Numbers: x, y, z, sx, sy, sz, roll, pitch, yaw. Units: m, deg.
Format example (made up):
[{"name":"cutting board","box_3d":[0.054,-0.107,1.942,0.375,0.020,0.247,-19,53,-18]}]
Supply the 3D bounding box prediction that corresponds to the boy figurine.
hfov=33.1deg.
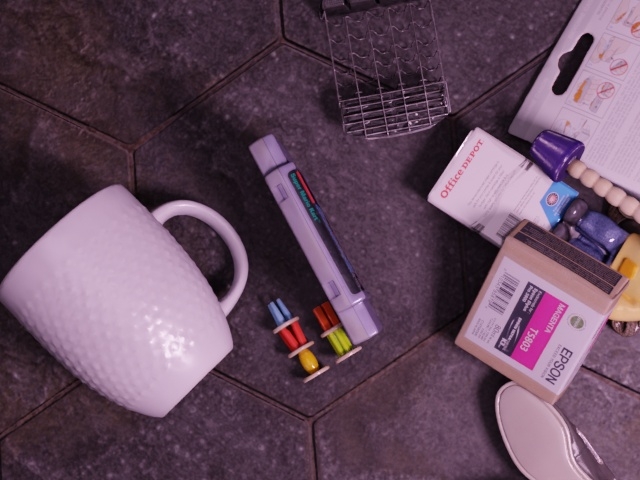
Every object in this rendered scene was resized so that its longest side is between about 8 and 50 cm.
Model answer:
[{"name":"boy figurine","box_3d":[0.497,0.056,1.707,0.285,0.092,0.177,39,96,24]}]

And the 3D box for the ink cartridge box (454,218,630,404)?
[{"name":"ink cartridge box","box_3d":[0.347,0.115,1.714,0.193,0.088,0.234,32,126,18]}]

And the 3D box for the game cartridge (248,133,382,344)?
[{"name":"game cartridge","box_3d":[0.000,0.000,1.758,0.068,0.230,0.355,-28,86,-1]}]

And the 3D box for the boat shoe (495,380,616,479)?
[{"name":"boat shoe","box_3d":[0.404,0.374,1.777,0.112,0.095,0.335,-39,79,15]}]

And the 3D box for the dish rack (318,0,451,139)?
[{"name":"dish rack","box_3d":[0.112,-0.310,1.834,0.208,0.074,0.271,-10,89,8]}]

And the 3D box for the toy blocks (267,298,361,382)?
[{"name":"toy blocks","box_3d":[-0.016,0.150,1.836,0.123,0.054,0.148,-33,84,19]}]

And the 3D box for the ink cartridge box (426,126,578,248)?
[{"name":"ink cartridge box","box_3d":[0.300,-0.072,1.793,0.203,0.086,0.148,35,94,7]}]

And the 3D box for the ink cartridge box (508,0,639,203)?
[{"name":"ink cartridge box","box_3d":[0.549,-0.222,1.760,0.385,0.091,0.308,29,90,30]}]

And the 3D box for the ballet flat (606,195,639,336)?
[{"name":"ballet flat","box_3d":[0.511,0.035,1.778,0.084,0.058,0.250,5,89,7]}]

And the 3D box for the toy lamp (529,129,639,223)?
[{"name":"toy lamp","box_3d":[0.448,-0.079,1.687,0.275,0.080,0.080,41,94,21]}]

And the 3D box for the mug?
[{"name":"mug","box_3d":[-0.284,0.087,1.795,0.328,0.276,0.374,46,64,1]}]
